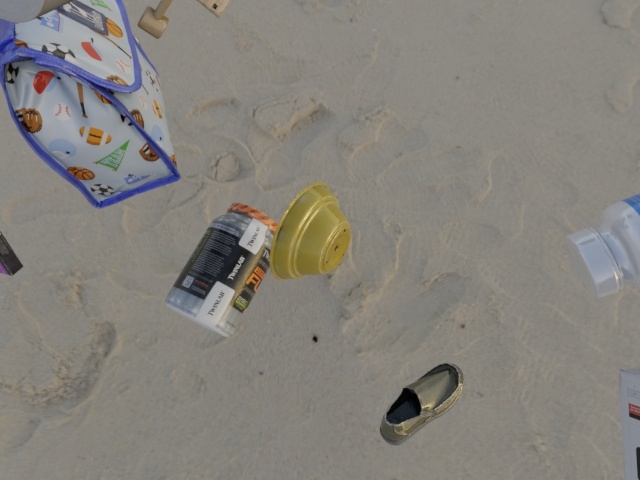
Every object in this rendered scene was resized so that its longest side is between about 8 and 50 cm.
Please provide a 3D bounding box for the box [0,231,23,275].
[{"bbox_3d":[-0.589,-0.005,0.804,0.162,0.116,0.029,10,42,19],"label":"box"}]

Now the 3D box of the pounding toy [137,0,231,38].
[{"bbox_3d":[-0.165,-0.364,0.685,0.206,0.094,0.181,-51,36,12],"label":"pounding toy"}]

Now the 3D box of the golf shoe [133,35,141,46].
[{"bbox_3d":[-0.535,-0.452,1.245,0.067,0.086,0.186,39,97,7],"label":"golf shoe"}]

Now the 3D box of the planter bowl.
[{"bbox_3d":[0.000,0.000,0.962,0.090,0.217,0.217,25,68,23],"label":"planter bowl"}]

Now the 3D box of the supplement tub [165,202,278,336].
[{"bbox_3d":[-0.242,0.071,1.252,0.193,0.193,0.316,26,74,4],"label":"supplement tub"}]

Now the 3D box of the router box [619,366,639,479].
[{"bbox_3d":[0.478,0.312,0.491,0.082,0.335,0.301,-1,88,-13],"label":"router box"}]

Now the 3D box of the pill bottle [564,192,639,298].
[{"bbox_3d":[0.441,-0.009,0.610,0.221,0.124,0.124,-23,71,16],"label":"pill bottle"}]

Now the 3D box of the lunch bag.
[{"bbox_3d":[-0.446,-0.308,0.915,0.239,0.385,0.328,-22,61,1],"label":"lunch bag"}]

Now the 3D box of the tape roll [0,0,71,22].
[{"bbox_3d":[-0.391,-0.381,0.569,0.219,0.219,0.072,29,53,5],"label":"tape roll"}]

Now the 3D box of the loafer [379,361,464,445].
[{"bbox_3d":[0.241,0.375,1.129,0.251,0.087,0.094,-38,50,-18],"label":"loafer"}]
